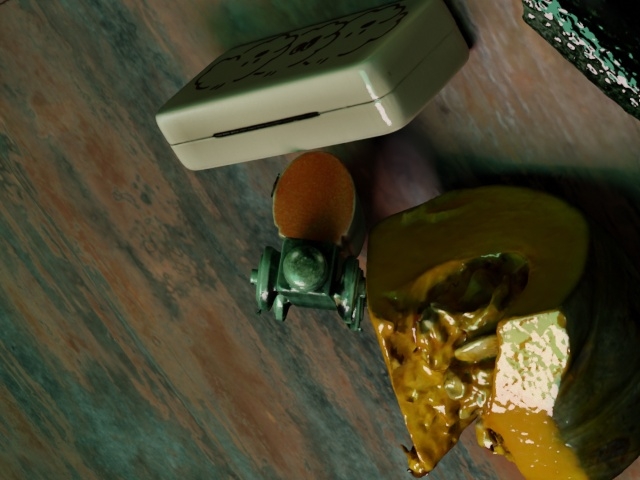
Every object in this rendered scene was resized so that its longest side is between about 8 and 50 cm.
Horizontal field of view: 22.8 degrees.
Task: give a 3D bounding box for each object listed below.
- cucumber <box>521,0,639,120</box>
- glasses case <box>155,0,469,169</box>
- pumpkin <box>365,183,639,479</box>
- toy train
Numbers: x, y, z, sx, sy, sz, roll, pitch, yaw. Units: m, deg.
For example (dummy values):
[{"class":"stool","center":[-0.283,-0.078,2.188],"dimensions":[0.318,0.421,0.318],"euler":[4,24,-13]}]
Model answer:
[{"class":"cucumber","center":[0.262,-0.158,1.361],"dimensions":[0.241,0.074,0.074],"euler":[42,145,0]},{"class":"glasses case","center":[-0.015,-0.153,1.581],"dimensions":[0.336,0.144,0.076],"euler":[-8,121,47]},{"class":"pumpkin","center":[0.186,0.091,1.539],"dimensions":[0.303,0.256,0.225],"euler":[2,128,33]},{"class":"toy train","center":[0.000,0.000,1.635],"dimensions":[0.116,0.177,0.285],"euler":[6,174,6]}]
